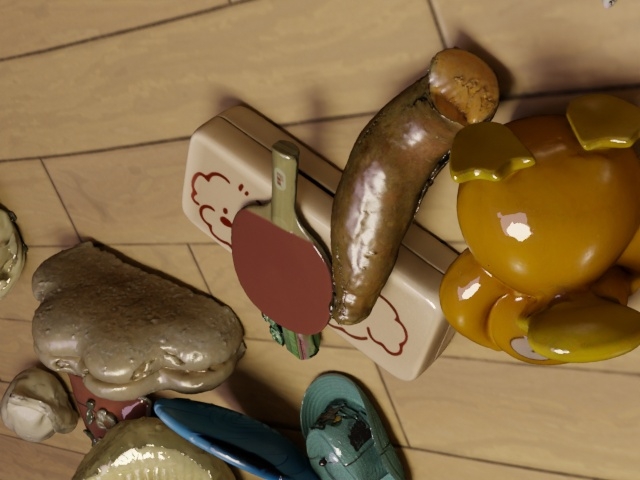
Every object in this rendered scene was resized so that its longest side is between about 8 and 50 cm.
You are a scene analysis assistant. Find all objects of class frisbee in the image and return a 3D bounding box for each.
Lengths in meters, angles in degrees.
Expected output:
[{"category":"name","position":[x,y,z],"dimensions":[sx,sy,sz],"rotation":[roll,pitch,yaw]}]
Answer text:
[{"category":"frisbee","position":[-0.097,0.248,1.387],"dimensions":[0.242,0.045,0.242],"rotation":[24,179,1]}]

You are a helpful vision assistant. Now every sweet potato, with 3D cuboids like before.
[{"category":"sweet potato","position":[0.065,-0.048,0.992],"dimensions":[0.285,0.085,0.112],"rotation":[-61,36,22]}]

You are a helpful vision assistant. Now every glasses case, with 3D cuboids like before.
[{"category":"glasses case","position":[0.000,0.000,1.156],"dimensions":[0.336,0.076,0.144],"rotation":[35,139,19]}]

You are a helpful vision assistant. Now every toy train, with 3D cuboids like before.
[{"category":"toy train","position":[-0.040,0.073,1.281],"dimensions":[0.071,0.038,0.148],"rotation":[24,136,41]}]

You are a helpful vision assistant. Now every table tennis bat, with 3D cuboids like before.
[{"category":"table tennis bat","position":[-0.037,0.001,1.119],"dimensions":[0.138,0.022,0.246],"rotation":[30,139,24]}]

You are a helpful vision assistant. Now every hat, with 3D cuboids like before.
[{"category":"hat","position":[0.029,0.260,1.333],"dimensions":[0.138,0.078,0.190],"rotation":[-1,119,49]}]

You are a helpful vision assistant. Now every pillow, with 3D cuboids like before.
[{"category":"pillow","position":[-0.322,0.291,1.711],"dimensions":[0.171,0.075,0.179],"rotation":[18,133,33]}]

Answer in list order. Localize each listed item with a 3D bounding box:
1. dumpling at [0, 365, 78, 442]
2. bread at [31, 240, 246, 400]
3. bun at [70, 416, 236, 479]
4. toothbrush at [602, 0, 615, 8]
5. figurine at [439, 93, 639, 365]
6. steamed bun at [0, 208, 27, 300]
[{"category":"dumpling","position":[-0.475,0.284,1.836],"dimensions":[0.136,0.118,0.199],"rotation":[34,169,-1]},{"category":"bread","position":[-0.270,0.116,1.439],"dimensions":[0.337,0.183,0.102],"rotation":[22,130,29]},{"category":"bun","position":[-0.246,0.376,1.615],"dimensions":[0.259,0.152,0.259],"rotation":[-2,112,-4]},{"category":"toothbrush","position":[0.224,-0.243,0.790],"dimensions":[0.017,0.014,0.162],"rotation":[47,147,38]},{"category":"figurine","position":[0.194,0.000,0.905],"dimensions":[0.215,0.215,0.228],"rotation":[-4,102,47]},{"category":"steamed bun","position":[-0.616,0.003,1.672],"dimensions":[0.280,0.207,0.268],"rotation":[-6,116,49]}]
